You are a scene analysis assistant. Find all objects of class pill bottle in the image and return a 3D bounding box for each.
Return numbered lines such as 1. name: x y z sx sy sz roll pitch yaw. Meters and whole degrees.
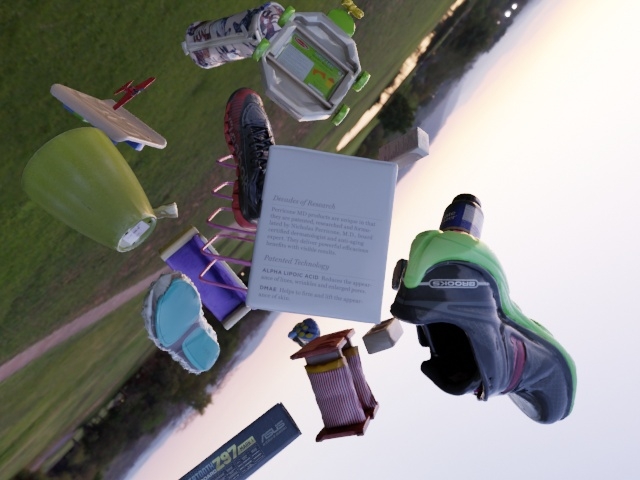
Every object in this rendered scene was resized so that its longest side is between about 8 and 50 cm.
1. pill bottle: 0.413 -0.041 1.420 0.123 0.122 0.219 -49 -172 45

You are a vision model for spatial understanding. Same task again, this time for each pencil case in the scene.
1. pencil case: -0.283 -0.678 1.617 0.410 0.160 0.183 8 -158 39

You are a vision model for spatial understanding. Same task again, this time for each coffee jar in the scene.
1. coffee jar: 0.306 0.122 1.424 0.079 0.184 0.096 114 -8 -59

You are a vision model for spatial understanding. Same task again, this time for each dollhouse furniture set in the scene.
1. dollhouse furniture set: 0.146 0.276 1.035 0.373 0.202 0.152 -20 178 22

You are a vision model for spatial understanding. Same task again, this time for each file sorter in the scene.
1. file sorter: -0.167 -0.042 1.141 0.202 0.182 0.291 -82 -175 -76

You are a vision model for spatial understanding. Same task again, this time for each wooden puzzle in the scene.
1. wooden puzzle: -0.792 -0.443 1.823 0.081 0.322 0.348 -54 178 12

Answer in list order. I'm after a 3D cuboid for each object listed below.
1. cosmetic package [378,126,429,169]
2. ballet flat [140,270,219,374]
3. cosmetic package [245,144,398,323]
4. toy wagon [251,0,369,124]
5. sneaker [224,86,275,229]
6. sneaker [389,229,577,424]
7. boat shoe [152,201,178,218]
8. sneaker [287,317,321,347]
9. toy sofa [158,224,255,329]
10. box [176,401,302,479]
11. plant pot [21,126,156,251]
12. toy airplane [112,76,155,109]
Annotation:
1. cosmetic package: 0.189 -0.203 1.103 0.115 0.041 0.060 -22 -126 43
2. ballet flat: -0.348 0.193 1.133 0.147 0.146 0.409 -49 155 -30
3. cosmetic package: 0.000 0.000 0.600 0.151 0.151 0.184 118 -20 -82
4. toy wagon: -0.001 -0.466 1.224 0.345 0.267 0.068 -59 -164 -19
5. sneaker: -0.116 -0.158 0.923 0.097 0.277 0.135 -8 -175 -35
6. sneaker: 0.269 0.186 0.825 0.202 0.483 0.185 -53 -154 -16
7. boat shoe: -0.500 -0.086 1.526 0.152 0.048 0.056 -9 -168 41
8. sneaker: -0.033 0.263 1.339 0.067 0.078 0.188 -52 -174 -23
9. toy sofa: -0.380 0.132 1.662 0.150 0.363 0.177 -41 -155 -11
10. box: -0.138 0.334 0.703 0.232 0.059 0.183 -34 165 -17
11. plant pot: -0.613 -0.114 1.355 0.275 0.293 0.275 -45 172 -8
12. toy airplane: -0.542 -0.429 1.379 0.151 0.028 0.151 -21 -143 17
